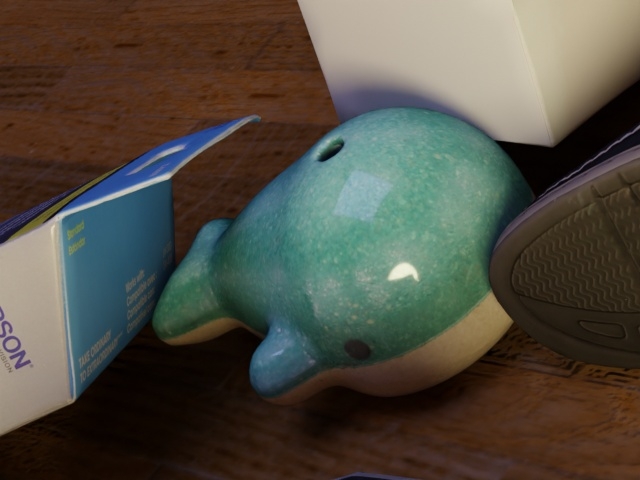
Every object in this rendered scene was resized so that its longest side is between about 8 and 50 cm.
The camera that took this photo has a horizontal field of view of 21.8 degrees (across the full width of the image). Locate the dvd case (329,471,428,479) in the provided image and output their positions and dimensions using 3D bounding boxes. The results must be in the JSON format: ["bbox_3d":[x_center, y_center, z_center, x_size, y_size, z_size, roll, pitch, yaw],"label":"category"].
[{"bbox_3d":[-0.032,0.138,0.724,0.179,0.030,0.238,-13,-2,-15],"label":"dvd case"}]

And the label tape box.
[{"bbox_3d":[-0.197,0.047,1.080,0.347,0.115,0.249,-23,8,14],"label":"label tape box"}]

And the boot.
[{"bbox_3d":[0.275,-0.097,0.906,0.377,0.138,0.284,-31,23,31],"label":"boot"}]

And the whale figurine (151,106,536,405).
[{"bbox_3d":[0.000,0.000,1.018,0.272,0.141,0.216,-4,43,39],"label":"whale figurine"}]

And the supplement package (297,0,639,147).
[{"bbox_3d":[0.134,-0.214,1.077,0.262,0.199,0.198,-36,29,-31],"label":"supplement package"}]
